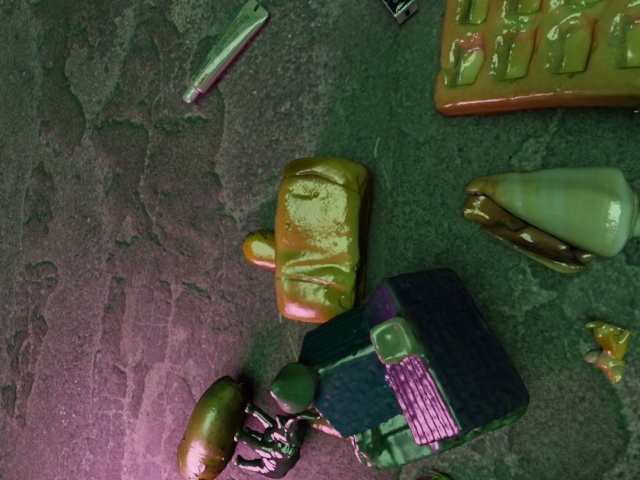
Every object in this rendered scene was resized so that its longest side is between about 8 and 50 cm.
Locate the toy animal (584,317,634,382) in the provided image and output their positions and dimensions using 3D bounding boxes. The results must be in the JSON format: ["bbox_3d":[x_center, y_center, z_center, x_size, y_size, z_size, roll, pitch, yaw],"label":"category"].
[{"bbox_3d":[0.431,0.165,0.630,0.081,0.060,0.083,12,98,-18],"label":"toy animal"}]

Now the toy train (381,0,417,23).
[{"bbox_3d":[0.096,-0.480,0.741,0.043,0.047,0.207,-36,78,19],"label":"toy train"}]

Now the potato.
[{"bbox_3d":[-0.216,0.391,0.856,0.113,0.149,0.251,31,103,12],"label":"potato"}]

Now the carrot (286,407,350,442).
[{"bbox_3d":[0.032,0.347,0.803,0.298,0.078,0.078,1,93,28],"label":"carrot"}]

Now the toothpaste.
[{"bbox_3d":[-0.207,-0.392,0.876,0.255,0.037,0.067,-46,71,14],"label":"toothpaste"}]

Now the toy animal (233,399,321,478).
[{"bbox_3d":[-0.092,0.371,0.797,0.137,0.082,0.269,23,127,1],"label":"toy animal"}]

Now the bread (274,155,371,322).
[{"bbox_3d":[0.000,0.000,0.761,0.167,0.132,0.294,6,94,16],"label":"bread"}]

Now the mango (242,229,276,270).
[{"bbox_3d":[-0.105,0.022,0.844,0.114,0.057,0.078,28,92,13],"label":"mango"}]

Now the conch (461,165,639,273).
[{"bbox_3d":[0.358,-0.051,0.633,0.255,0.127,0.158,31,135,40],"label":"conch"}]

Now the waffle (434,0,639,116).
[{"bbox_3d":[0.331,-0.328,0.582,0.348,0.078,0.304,13,100,42],"label":"waffle"}]

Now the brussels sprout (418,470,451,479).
[{"bbox_3d":[0.201,0.461,0.740,0.085,0.058,0.085,2,93,40],"label":"brussels sprout"}]

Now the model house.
[{"bbox_3d":[0.107,0.197,0.607,0.312,0.280,0.245,-28,64,15],"label":"model house"}]
